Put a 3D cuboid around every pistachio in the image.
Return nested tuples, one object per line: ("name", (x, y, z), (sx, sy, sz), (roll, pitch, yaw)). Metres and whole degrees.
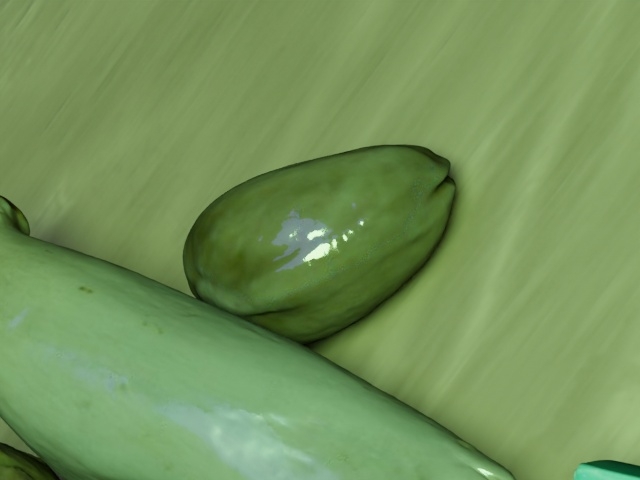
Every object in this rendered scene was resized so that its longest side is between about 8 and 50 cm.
("pistachio", (0.000, 0.000, 0.907), (0.186, 0.126, 0.108), (-22, 106, 19))

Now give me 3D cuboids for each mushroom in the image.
("mushroom", (-0.076, 0.106, 0.858), (0.407, 0.154, 0.137), (27, 72, 21))

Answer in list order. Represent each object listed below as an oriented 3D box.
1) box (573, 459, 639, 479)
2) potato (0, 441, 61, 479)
("box", (0.196, 0.275, 0.694), (0.205, 0.118, 0.311), (11, 80, 30))
("potato", (-0.266, 0.247, 0.891), (0.301, 0.237, 0.288), (26, 88, 33))
